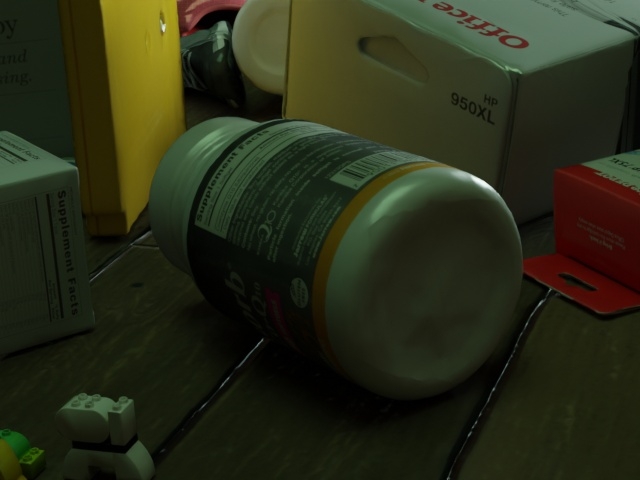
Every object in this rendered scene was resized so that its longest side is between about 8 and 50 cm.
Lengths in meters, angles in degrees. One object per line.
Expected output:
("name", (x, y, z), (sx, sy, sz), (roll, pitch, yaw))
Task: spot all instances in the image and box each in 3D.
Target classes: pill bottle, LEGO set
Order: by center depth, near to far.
("LEGO set", (-0.226, 0.111, 0.985), (0.227, 0.093, 0.087), (3, 22, 19))
("pill bottle", (0.000, 0.000, 1.146), (0.162, 0.162, 0.278), (-17, 23, -32))
("pill bottle", (-0.010, -0.232, 1.800), (0.121, 0.121, 0.216), (2, 11, 17))

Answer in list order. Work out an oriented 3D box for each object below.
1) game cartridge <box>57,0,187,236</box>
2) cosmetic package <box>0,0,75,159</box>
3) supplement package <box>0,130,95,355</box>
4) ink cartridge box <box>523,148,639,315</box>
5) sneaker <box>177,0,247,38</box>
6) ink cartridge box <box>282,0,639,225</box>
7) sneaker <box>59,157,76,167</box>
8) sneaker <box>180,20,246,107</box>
("game cartridge", (-0.185, -0.185, 1.497), (0.052, 0.285, 0.324), (-1, 20, 7))
("cosmetic package", (-0.407, -0.266, 1.601), (0.329, 0.394, 0.327), (-7, 21, -4))
("supplement package", (-0.310, 0.018, 1.187), (0.244, 0.139, 0.134), (-16, 24, -31))
("ink cartridge box", (0.279, -0.019, 1.257), (0.231, 0.078, 0.134), (-14, 23, -24))
("sneaker", (-0.071, -0.299, 2.078), (0.313, 0.116, 0.136), (-10, 42, -18))
("ink cartridge box", (0.200, -0.179, 1.509), (0.395, 0.166, 0.285), (-21, 38, -38))
("sneaker", (-0.280, -0.049, 1.484), (0.144, 0.053, 0.059), (-5, 23, 0))
("sneaker", (-0.157, -0.188, 1.814), (0.132, 0.086, 0.229), (-13, 15, 0))
